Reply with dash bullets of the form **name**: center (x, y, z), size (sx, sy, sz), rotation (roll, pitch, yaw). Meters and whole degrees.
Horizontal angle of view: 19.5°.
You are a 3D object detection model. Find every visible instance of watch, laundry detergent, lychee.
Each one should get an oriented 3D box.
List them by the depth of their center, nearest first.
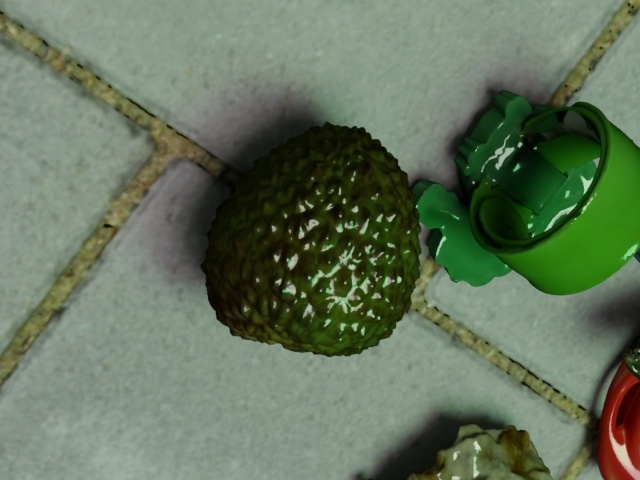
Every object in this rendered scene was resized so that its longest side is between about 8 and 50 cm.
- **lychee**: center (0.000, 0.000, 1.313), size (0.171, 0.171, 0.171), rotation (-10, 116, -21)
- **watch**: center (0.169, -0.019, 1.388), size (0.131, 0.152, 0.165), rotation (38, 91, -36)
- **laundry detergent**: center (0.281, 0.125, 1.567), size (0.097, 0.049, 0.165), rotation (-5, 110, -24)

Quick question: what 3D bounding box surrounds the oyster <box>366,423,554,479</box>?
- **oyster**: center (0.074, 0.297, 1.498), size (0.337, 0.133, 0.198), rotation (-45, 116, -6)

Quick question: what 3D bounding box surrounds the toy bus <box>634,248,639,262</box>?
- **toy bus**: center (0.359, -0.038, 1.517), size (0.237, 0.079, 0.094), rotation (-13, 133, -20)

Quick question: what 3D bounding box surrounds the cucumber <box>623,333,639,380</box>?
- **cucumber**: center (0.354, 0.075, 1.530), size (0.265, 0.077, 0.077), rotation (-20, 121, -34)
